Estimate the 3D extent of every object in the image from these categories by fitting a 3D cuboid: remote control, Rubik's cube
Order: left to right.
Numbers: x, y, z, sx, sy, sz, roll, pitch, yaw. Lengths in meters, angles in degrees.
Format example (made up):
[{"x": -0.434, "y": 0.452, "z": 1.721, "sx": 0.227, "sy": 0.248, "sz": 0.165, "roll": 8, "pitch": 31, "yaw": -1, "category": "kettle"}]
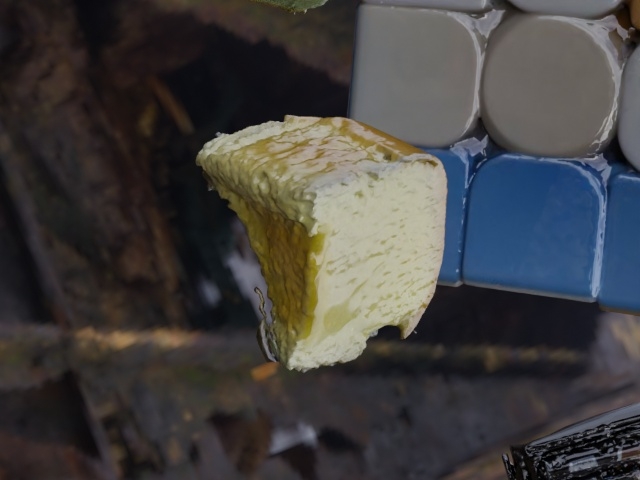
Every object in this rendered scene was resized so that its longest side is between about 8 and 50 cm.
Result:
[{"x": 0.231, "y": -0.137, "z": 1.587, "sx": 0.346, "sy": 0.344, "sz": 0.347, "roll": -19, "pitch": 115, "yaw": -71, "category": "Rubik's cube"}, {"x": 0.409, "y": 0.231, "z": 2.050, "sx": 0.062, "sy": 0.399, "sz": 0.144, "roll": -108, "pitch": -178, "yaw": -81, "category": "remote control"}]

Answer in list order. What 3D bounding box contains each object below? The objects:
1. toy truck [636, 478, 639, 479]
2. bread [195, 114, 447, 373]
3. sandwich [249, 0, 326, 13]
[{"x": 0.357, "y": 0.369, "z": 1.523, "sx": 0.178, "sy": 0.176, "sz": 0.363, "roll": 50, "pitch": 14, "yaw": -39, "category": "toy truck"}, {"x": 0.000, "y": 0.000, "z": 1.313, "sx": 0.169, "sy": 0.140, "sz": 0.160, "roll": 29, "pitch": -48, "yaw": 54, "category": "bread"}, {"x": -0.098, "y": -0.318, "z": 1.802, "sx": 0.198, "sy": 0.155, "sz": 0.227, "roll": -30, "pitch": 90, "yaw": -31, "category": "sandwich"}]
